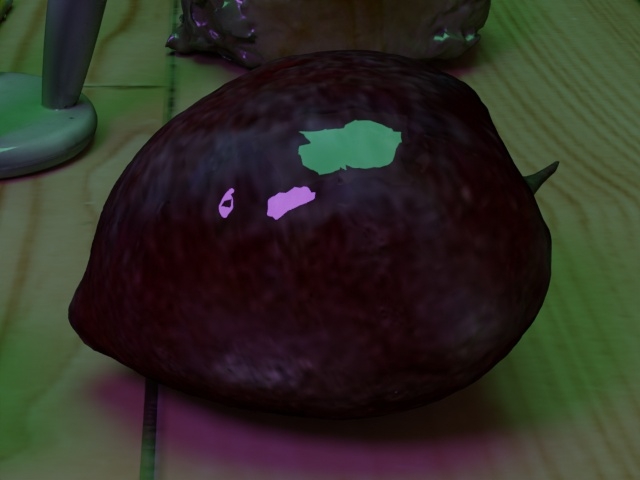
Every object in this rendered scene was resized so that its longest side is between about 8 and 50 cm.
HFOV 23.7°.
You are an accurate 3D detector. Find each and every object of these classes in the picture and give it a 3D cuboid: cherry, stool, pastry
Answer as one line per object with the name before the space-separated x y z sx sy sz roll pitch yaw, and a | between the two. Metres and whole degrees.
cherry | 0.000 0.000 0.865 0.300 0.203 0.230 -14 28 -2
stool | -0.276 -0.171 1.205 0.195 0.198 0.195 17 27 31
pastry | 0.012 -0.260 1.484 0.330 0.136 0.329 0 25 0

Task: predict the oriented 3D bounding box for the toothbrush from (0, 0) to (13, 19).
toothbrush | -0.329 -0.191 1.450 0.021 0.024 0.288 5 23 0
